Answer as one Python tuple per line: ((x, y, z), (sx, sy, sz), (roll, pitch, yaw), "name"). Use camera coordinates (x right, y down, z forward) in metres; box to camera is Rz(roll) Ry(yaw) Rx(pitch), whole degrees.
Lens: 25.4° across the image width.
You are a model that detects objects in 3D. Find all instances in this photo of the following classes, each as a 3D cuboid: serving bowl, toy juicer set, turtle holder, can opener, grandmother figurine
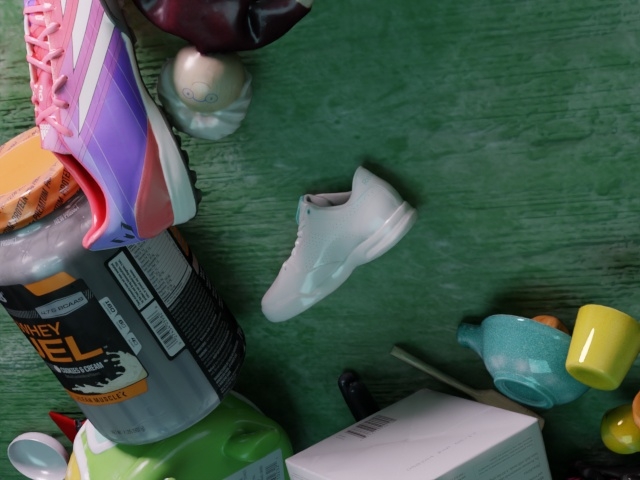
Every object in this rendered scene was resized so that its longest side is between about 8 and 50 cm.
((-0.358, 0.274, 1.827), (0.083, 0.027, 0.083), (10, 131, 11), "serving bowl")
((0.249, 0.139, 1.469), (0.209, 0.089, 0.329), (37, 157, -25), "toy juicer set")
((-0.190, 0.299, 1.610), (0.227, 0.320, 0.243), (31, 165, 44), "turtle holder")
((0.070, 0.222, 1.625), (0.186, 0.073, 0.059), (56, 163, -23), "can opener")
((-0.096, -0.238, 1.252), (0.208, 0.104, 0.342), (20, 131, 14), "grandmother figurine")

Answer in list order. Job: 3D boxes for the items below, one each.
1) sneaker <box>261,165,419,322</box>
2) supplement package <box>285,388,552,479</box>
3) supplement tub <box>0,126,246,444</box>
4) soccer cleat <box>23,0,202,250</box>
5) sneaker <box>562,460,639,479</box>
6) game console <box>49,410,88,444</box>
((0.000, 0.000, 1.447), (0.094, 0.080, 0.212), (47, 122, -6), "sneaker")
((0.122, 0.326, 1.490), (0.198, 0.199, 0.262), (8, 117, 57), "supplement package")
((-0.226, 0.042, 1.471), (0.193, 0.193, 0.316), (-13, 123, 28), "supplement tub")
((-0.221, -0.145, 1.302), (0.318, 0.116, 0.108), (67, 161, -11), "soccer cleat")
((0.343, 0.321, 1.519), (0.202, 0.185, 0.483), (29, 131, -12), "sneaker")
((-0.250, 0.251, 1.779), (0.124, 0.085, 0.144), (-32, 118, 3), "game console")
